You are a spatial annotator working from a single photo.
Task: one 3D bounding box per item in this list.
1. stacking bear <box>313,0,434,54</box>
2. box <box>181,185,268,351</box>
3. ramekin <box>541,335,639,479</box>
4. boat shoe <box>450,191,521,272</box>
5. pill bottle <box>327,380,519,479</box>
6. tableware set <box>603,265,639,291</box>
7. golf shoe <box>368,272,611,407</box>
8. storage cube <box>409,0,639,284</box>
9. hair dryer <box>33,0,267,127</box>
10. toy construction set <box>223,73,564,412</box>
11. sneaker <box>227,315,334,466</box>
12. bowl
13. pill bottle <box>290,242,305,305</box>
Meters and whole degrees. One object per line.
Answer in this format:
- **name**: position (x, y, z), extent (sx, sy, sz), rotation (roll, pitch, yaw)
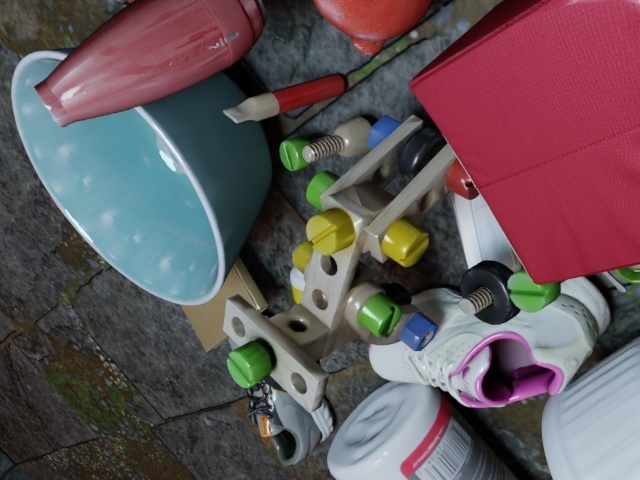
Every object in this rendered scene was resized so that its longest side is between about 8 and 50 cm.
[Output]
- **stacking bear**: position (0.100, -0.251, 0.431), extent (0.175, 0.164, 0.289), rotation (51, 139, -9)
- **box**: position (-0.170, 0.043, 0.870), extent (0.164, 0.021, 0.201), rotation (-40, 78, 44)
- **ramekin**: position (0.343, 0.195, 0.525), extent (0.272, 0.273, 0.127), rotation (33, 123, 9)
- **boat shoe**: position (0.163, -0.044, 0.604), extent (0.063, 0.066, 0.184), rotation (-12, 106, 10)
- **pill bottle**: position (0.172, 0.346, 0.800), extent (0.318, 0.176, 0.176), rotation (49, 134, -6)
- **tableware set**: position (0.298, -0.013, 0.559), extent (0.104, 0.024, 0.154), rotation (42, 135, 0)
- **golf shoe**: position (0.154, 0.122, 0.675), extent (0.306, 0.140, 0.115), rotation (-27, 105, 45)
- **storage cube**: position (0.212, -0.109, 0.418), extent (0.193, 0.215, 0.184), rotation (-22, 109, 48)
- **hair dryer**: position (-0.142, -0.199, 0.545), extent (0.223, 0.294, 0.080), rotation (1, 137, 29)
- **toy construction set**: position (0.000, 0.000, 0.561), extent (0.309, 0.237, 0.257), rotation (57, 146, 13)
- **sneaker**: position (-0.073, 0.221, 0.920), extent (0.100, 0.108, 0.272), rotation (-13, 112, 42)
- **bowl**: position (-0.177, -0.096, 0.698), extent (0.311, 0.163, 0.312), rotation (27, 141, 24)
- **pill bottle**: position (-0.004, 0.061, 0.786), extent (0.065, 0.065, 0.116), rotation (11, 126, 27)
